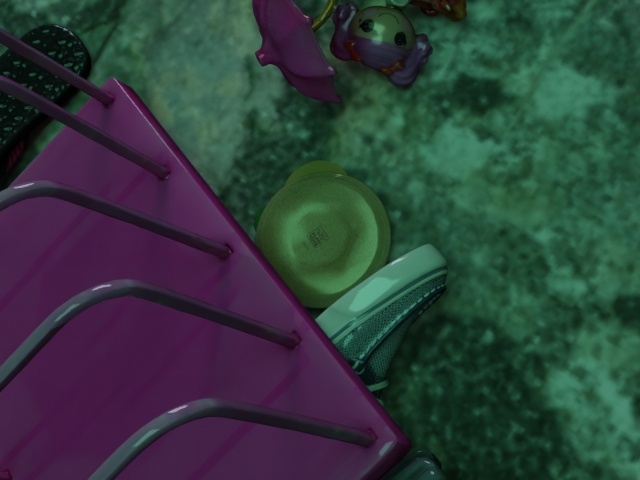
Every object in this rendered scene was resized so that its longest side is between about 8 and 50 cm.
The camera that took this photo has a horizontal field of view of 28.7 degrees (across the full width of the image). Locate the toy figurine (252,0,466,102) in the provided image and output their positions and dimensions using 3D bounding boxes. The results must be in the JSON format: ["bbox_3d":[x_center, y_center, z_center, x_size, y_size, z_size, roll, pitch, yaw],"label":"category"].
[{"bbox_3d":[0.033,-0.152,0.719,0.173,0.130,0.159,22,97,-7],"label":"toy figurine"}]

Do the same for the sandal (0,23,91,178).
[{"bbox_3d":[-0.214,-0.063,0.784,0.179,0.040,0.067,-43,76,-14],"label":"sandal"}]

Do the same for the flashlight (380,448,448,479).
[{"bbox_3d":[-0.030,0.239,0.625,0.304,0.103,0.103,-41,91,-1],"label":"flashlight"}]

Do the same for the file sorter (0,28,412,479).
[{"bbox_3d":[-0.145,0.051,0.619,0.202,0.182,0.291,-46,59,10],"label":"file sorter"}]

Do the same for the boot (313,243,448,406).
[{"bbox_3d":[0.013,0.091,0.678,0.190,0.069,0.086,-42,76,11],"label":"boot"}]

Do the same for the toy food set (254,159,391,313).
[{"bbox_3d":[0.000,0.000,0.721,0.083,0.020,0.082,38,89,18],"label":"toy food set"}]
